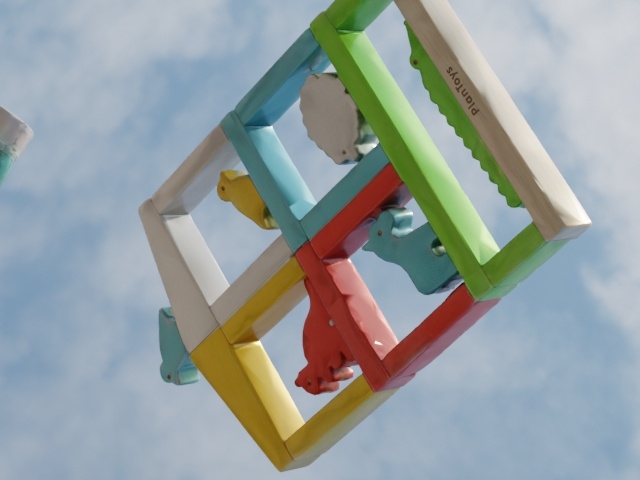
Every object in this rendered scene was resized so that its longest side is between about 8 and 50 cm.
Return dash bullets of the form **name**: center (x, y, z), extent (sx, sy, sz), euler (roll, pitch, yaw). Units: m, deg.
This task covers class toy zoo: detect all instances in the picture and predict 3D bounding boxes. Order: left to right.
- **toy zoo**: center (0.000, 0.000, 1.023), extent (0.293, 0.030, 0.192), euler (-45, -114, 33)

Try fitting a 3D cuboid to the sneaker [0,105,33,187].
- **sneaker**: center (-0.379, -0.097, 1.477), extent (0.302, 0.108, 0.121), euler (23, -103, 33)
